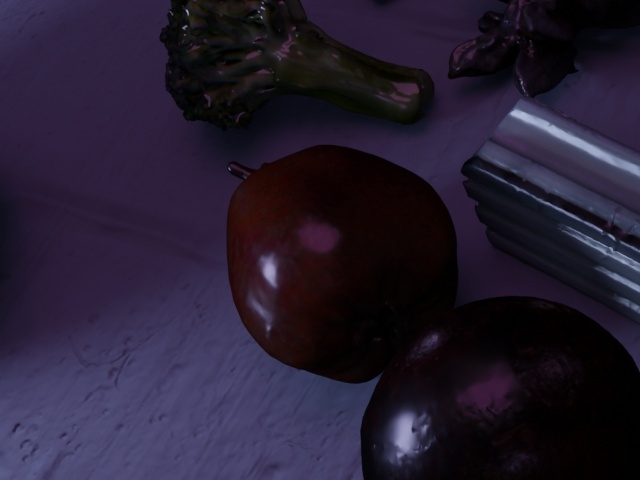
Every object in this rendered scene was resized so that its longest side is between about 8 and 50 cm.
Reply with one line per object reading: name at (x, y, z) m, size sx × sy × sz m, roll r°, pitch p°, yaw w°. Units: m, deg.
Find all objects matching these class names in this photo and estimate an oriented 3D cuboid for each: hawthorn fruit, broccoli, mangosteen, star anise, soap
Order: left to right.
broccoli at (-0.025, -0.212, 1.610) m, size 0.275 × 0.198 × 0.177 m, roll -2°, pitch 7°, yaw 11°
hawthorn fruit at (0.000, 0.000, 1.407) m, size 0.208 × 0.208 × 0.248 m, roll -34°, pitch 57°, yaw -8°
mangosteen at (0.153, 0.177, 1.198) m, size 0.235 × 0.235 × 0.261 m, roll -29°, pitch 60°, yaw -3°
star anise at (0.246, -0.248, 1.581) m, size 0.283 × 0.129 × 0.212 m, roll -24°, pitch 31°, yaw -4°
soap at (0.252, -0.014, 1.360) m, size 0.261 × 0.150 × 0.094 m, roll 31°, pitch 71°, yaw 36°
